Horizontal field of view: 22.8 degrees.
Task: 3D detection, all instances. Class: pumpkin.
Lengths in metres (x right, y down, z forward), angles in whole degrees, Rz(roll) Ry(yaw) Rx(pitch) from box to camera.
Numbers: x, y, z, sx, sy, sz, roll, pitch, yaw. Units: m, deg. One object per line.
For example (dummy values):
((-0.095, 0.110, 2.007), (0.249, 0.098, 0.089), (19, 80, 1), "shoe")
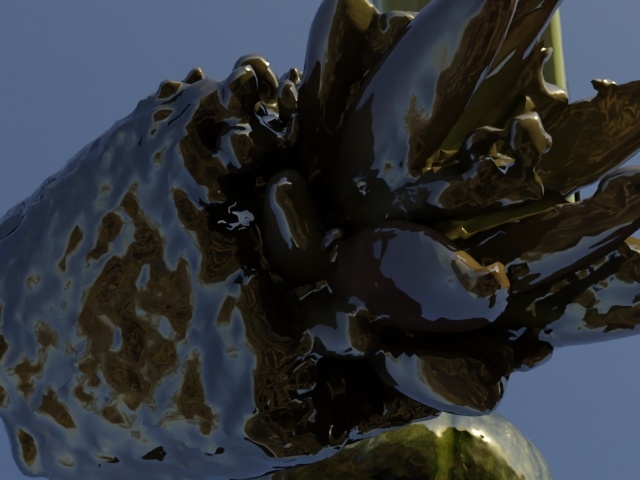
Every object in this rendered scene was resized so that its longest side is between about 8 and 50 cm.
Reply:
((0.043, 0.228, 1.213), (0.300, 0.300, 0.207), (35, -141, -20), "pumpkin")

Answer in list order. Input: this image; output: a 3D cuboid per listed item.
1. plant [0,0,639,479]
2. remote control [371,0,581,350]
((0.000, 0.000, 0.659), (0.194, 0.320, 0.182), (-20, -96, -60), "plant")
((0.112, -0.061, 1.125), (0.140, 0.056, 0.296), (-4, -97, -2), "remote control")
